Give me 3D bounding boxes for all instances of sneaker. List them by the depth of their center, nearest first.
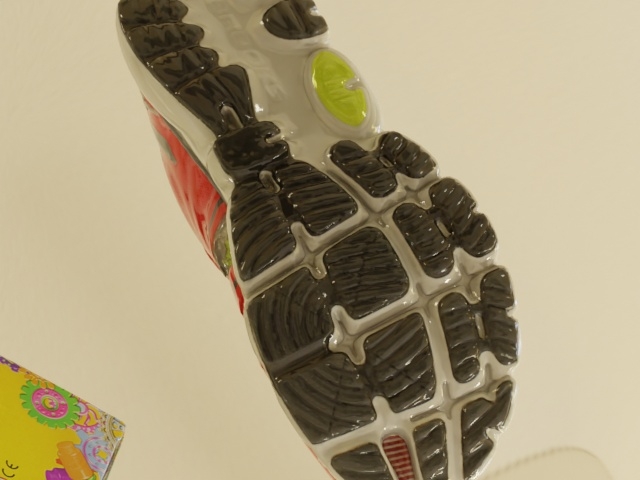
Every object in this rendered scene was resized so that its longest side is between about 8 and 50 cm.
[{"bbox_3d":[0.000,0.000,0.765,0.107,0.118,0.279,-19,-120,-11],"label":"sneaker"}]

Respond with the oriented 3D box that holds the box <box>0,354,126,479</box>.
[{"bbox_3d":[-0.265,0.229,0.911,0.177,0.290,0.279,29,-56,-9],"label":"box"}]
